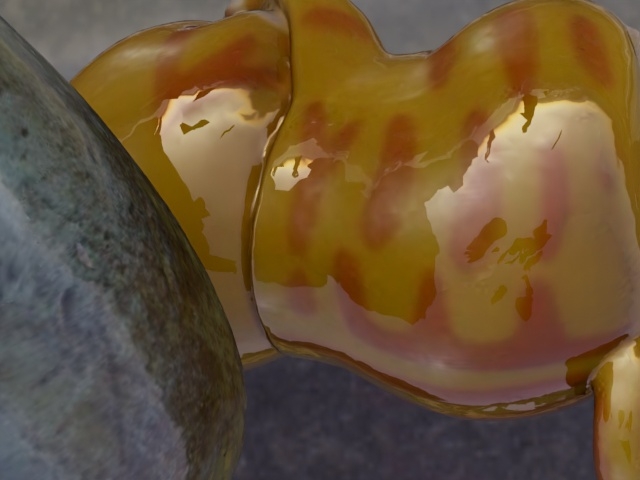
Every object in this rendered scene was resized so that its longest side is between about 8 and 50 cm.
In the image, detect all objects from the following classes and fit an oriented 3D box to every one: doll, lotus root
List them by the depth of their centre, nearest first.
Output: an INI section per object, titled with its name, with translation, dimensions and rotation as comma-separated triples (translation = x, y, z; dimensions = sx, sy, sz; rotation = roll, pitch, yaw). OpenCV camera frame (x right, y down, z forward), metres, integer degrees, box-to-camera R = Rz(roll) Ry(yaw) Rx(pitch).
[lotus root]
translation = -0.147, -0.011, 0.525
dimensions = 0.158, 0.140, 0.322
rotation = -35, 112, 4
[doll]
translation = 0.015, -0.013, 0.687
dimensions = 0.270, 0.162, 0.166
rotation = 10, 149, 23
